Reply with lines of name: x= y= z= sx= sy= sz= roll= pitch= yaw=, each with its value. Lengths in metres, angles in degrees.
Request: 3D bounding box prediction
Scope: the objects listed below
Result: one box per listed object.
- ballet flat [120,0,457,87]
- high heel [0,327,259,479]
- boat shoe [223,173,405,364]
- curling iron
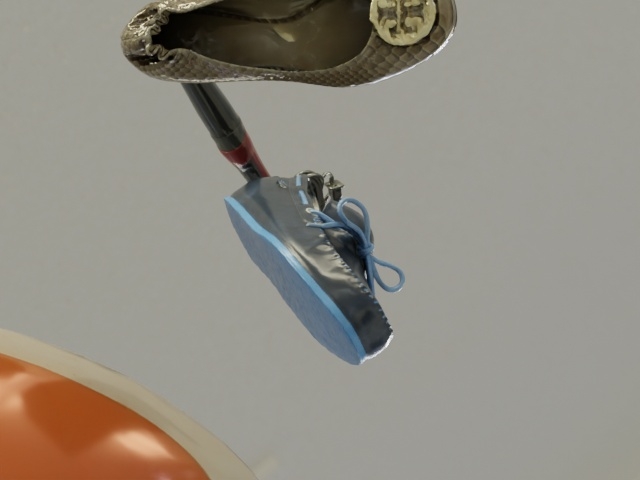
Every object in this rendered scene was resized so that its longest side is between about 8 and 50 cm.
ballet flat: x=-0.028 y=-0.152 z=1.000 sx=0.058 sy=0.250 sz=0.084 roll=9 pitch=-100 yaw=-73
high heel: x=-0.046 y=0.190 z=0.446 sx=0.127 sy=0.377 sz=0.181 roll=-35 pitch=-15 yaw=-49
boat shoe: x=0.000 y=0.000 z=1.089 sx=0.089 sy=0.258 sz=0.109 roll=-27 pitch=-53 yaw=-10
curling iron: x=-0.065 y=-0.096 z=1.199 sx=0.068 sy=0.035 sz=0.274 roll=-42 pitch=-53 yaw=0
